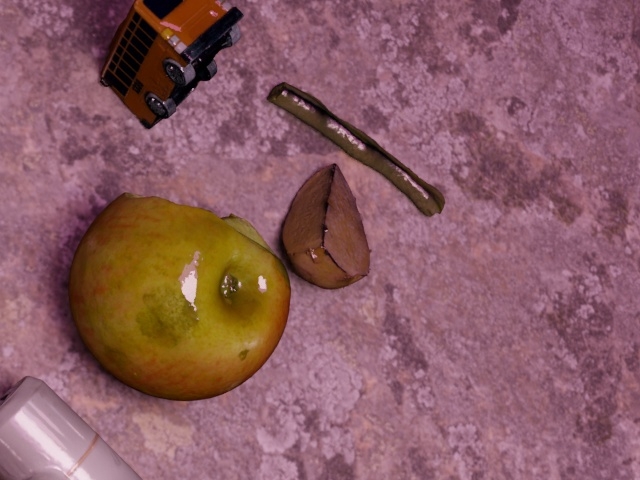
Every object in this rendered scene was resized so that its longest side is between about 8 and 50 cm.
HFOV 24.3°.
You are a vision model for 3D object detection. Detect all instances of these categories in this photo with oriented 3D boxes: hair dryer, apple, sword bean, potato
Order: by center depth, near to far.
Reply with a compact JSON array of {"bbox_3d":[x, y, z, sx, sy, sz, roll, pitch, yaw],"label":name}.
[{"bbox_3d":[-0.295,0.270,1.453,0.107,0.357,0.173,-42,99,16],"label":"hair dryer"},{"bbox_3d":[-0.145,0.050,1.621,0.246,0.226,0.246,7,76,-27],"label":"apple"},{"bbox_3d":[0.000,0.000,1.801,0.100,0.089,0.172,47,28,-31],"label":"potato"},{"bbox_3d":[0.050,-0.115,1.865,0.269,0.038,0.043,35,59,-16],"label":"sword bean"}]

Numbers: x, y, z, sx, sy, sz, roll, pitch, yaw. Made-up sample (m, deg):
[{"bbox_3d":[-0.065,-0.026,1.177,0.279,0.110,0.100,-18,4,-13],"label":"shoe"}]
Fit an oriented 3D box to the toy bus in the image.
[{"bbox_3d":[-0.177,-0.218,1.691,0.114,0.201,0.098,44,63,-1],"label":"toy bus"}]
